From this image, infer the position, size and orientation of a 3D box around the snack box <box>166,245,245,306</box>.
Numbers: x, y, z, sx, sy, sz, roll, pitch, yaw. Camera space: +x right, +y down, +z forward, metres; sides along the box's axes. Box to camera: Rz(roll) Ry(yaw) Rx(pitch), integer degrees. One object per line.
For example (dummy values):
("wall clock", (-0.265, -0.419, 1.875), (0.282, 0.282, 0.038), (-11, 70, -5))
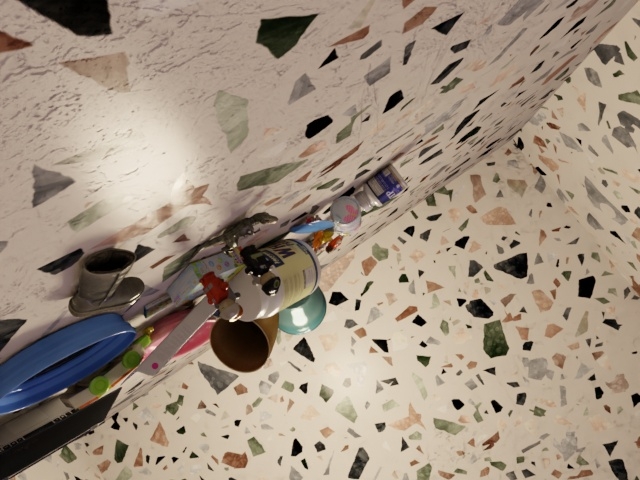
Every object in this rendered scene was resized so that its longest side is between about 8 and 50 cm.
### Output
("snack box", (-0.346, 0.110, 1.492), (0.207, 0.070, 0.174), (-21, 165, -50))

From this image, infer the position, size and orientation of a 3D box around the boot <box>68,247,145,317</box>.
("boot", (-0.438, 0.079, 1.033), (0.190, 0.076, 0.208), (-28, 162, -50))

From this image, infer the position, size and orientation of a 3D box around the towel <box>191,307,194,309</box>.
("towel", (-0.468, 0.282, 2.069), (0.329, 0.037, 0.237), (-29, 172, -24))

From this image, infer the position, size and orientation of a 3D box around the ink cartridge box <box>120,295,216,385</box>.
("ink cartridge box", (-0.468, 0.322, 1.551), (0.371, 0.069, 0.176), (-45, -177, -6))

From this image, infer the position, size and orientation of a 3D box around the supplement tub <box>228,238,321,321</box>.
("supplement tub", (-0.176, 0.138, 1.725), (0.235, 0.235, 0.325), (-42, 169, 37))

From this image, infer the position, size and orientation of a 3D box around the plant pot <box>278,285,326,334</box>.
("plant pot", (-0.114, 0.259, 2.147), (0.272, 0.271, 0.255), (-33, 157, -11))

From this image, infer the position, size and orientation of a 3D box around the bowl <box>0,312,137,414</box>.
("bowl", (-0.703, 0.329, 1.318), (0.391, 0.077, 0.391), (-34, 172, -6))

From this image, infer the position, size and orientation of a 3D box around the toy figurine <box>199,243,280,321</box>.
("toy figurine", (-0.221, 0.134, 1.391), (0.213, 0.148, 0.209), (-35, 169, -11))

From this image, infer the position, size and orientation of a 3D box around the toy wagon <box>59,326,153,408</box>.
("toy wagon", (-0.682, 0.415, 1.593), (0.267, 0.068, 0.344), (-17, -162, 47))

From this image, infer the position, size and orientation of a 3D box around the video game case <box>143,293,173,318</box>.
("video game case", (-0.493, 0.193, 1.563), (0.166, 0.015, 0.119), (-30, 170, -28))

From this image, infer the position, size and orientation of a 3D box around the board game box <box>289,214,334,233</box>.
("board game box", (-0.033, -0.063, 1.788), (0.169, 0.033, 0.133), (-15, 166, 25))

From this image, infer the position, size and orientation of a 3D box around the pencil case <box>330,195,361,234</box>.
("pencil case", (0.099, -0.093, 1.906), (0.124, 0.113, 0.273), (-29, 171, -1))

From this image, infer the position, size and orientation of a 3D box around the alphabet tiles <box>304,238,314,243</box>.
("alphabet tiles", (-0.142, 0.088, 2.308), (0.285, 0.011, 0.342), (-32, 171, -17))

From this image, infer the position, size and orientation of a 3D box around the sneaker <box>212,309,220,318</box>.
("sneaker", (-0.322, 0.182, 1.882), (0.330, 0.130, 0.147), (-31, 156, -41))

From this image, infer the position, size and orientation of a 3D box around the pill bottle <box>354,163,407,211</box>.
("pill bottle", (0.228, -0.196, 1.843), (0.187, 0.112, 0.112), (-37, 171, 13))

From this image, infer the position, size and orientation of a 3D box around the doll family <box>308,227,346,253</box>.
("doll family", (0.000, 0.000, 2.114), (0.163, 0.118, 0.263), (-42, -172, -27))

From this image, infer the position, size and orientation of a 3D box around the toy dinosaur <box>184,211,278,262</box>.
("toy dinosaur", (-0.240, -0.008, 1.317), (0.268, 0.064, 0.118), (-30, 168, -1))

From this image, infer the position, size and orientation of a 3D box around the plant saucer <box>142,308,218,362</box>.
("plant saucer", (-0.550, 0.362, 1.862), (0.332, 0.084, 0.332), (-26, 159, -11))

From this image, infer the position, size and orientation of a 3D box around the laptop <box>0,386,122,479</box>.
("laptop", (-0.932, 0.592, 1.593), (0.382, 0.408, 0.236), (-23, 122, -51))

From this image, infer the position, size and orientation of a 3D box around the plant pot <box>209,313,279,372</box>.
("plant pot", (-0.258, 0.333, 1.839), (0.237, 0.237, 0.254), (-39, -176, 24))
